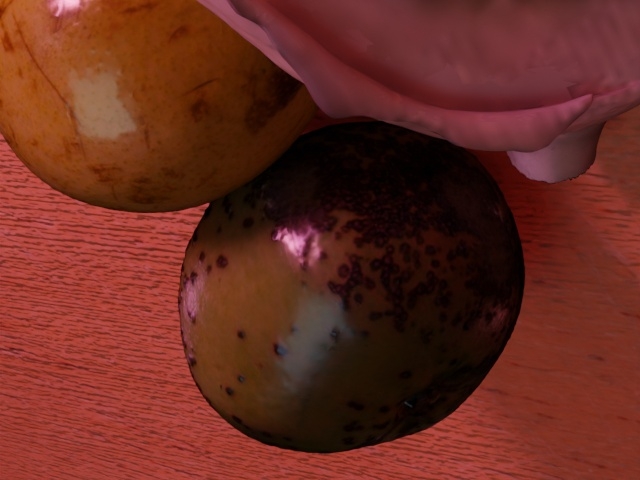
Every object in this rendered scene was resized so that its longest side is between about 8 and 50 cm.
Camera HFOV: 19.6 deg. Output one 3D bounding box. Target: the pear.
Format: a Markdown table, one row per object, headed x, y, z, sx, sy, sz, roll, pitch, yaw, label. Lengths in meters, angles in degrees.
| x | y | z | sx | sy | sz | roll | pitch | yaw | label |
| --- | --- | --- | --- | --- | --- | --- | --- | --- | --- |
| -0.116 | -0.154 | 1.350 | 0.284 | 0.283 | 0.283 | 24 | 146 | 17 | pear |

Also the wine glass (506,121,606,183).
| x | y | z | sx | sy | sz | roll | pitch | yaw | label |
| --- | --- | --- | --- | --- | --- | --- | --- | --- | --- |
| 0.170 | -0.126 | 1.287 | 0.079 | 0.079 | 0.195 | 24 | 145 | 17 | wine glass |

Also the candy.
| x | y | z | sx | sy | sz | roll | pitch | yaw | label |
| --- | --- | --- | --- | --- | --- | --- | --- | --- | --- |
| 0.083 | -0.243 | 0.995 | 0.427 | 0.386 | 0.186 | 50 | -175 | -26 | candy |

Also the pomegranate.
| x | y | z | sx | sy | sz | roll | pitch | yaw | label |
| --- | --- | --- | --- | --- | --- | --- | --- | --- | --- |
| 0.000 | 0.000 | 1.485 | 0.340 | 0.285 | 0.285 | 54 | 158 | 30 | pomegranate |
